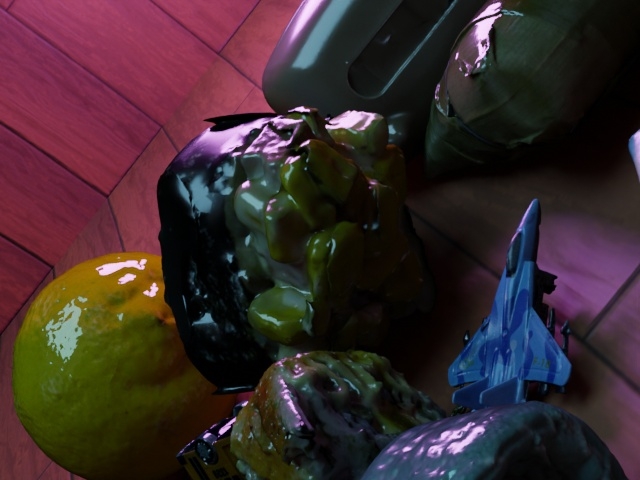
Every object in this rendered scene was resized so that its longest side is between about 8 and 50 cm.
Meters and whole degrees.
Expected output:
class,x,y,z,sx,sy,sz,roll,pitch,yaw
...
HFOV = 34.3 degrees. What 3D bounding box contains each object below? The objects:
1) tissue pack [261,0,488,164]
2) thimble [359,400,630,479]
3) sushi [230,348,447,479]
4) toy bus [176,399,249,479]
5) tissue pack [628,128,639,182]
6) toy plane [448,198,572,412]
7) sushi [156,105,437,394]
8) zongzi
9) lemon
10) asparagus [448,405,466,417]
class,x,y,z,sx,sy,sz,roll,pitch,yaw
tissue pack,0.107,-0.286,1.452,0.387,0.267,0.277,-50,10,0
thimble,0.122,0.228,0.781,0.143,0.235,0.198,-22,73,49
sushi,0.027,0.197,0.968,0.184,0.274,0.139,44,114,37
toy bus,-0.069,0.252,1.241,0.201,0.114,0.098,-29,4,44
tissue pack,0.366,-0.027,0.806,0.201,0.124,0.271,-39,26,31
toy plane,0.197,0.078,1.023,0.169,0.078,0.246,-14,51,56
sushi,0.000,0.000,1.226,0.285,0.328,0.328,-13,83,42
zongzi,0.278,-0.237,1.264,0.356,0.174,0.393,-46,-1,-12
lemon,-0.273,0.182,1.467,0.348,0.348,0.348,-41,26,25
asparagus,0.116,0.206,1.085,0.114,0.015,0.014,-46,22,19
